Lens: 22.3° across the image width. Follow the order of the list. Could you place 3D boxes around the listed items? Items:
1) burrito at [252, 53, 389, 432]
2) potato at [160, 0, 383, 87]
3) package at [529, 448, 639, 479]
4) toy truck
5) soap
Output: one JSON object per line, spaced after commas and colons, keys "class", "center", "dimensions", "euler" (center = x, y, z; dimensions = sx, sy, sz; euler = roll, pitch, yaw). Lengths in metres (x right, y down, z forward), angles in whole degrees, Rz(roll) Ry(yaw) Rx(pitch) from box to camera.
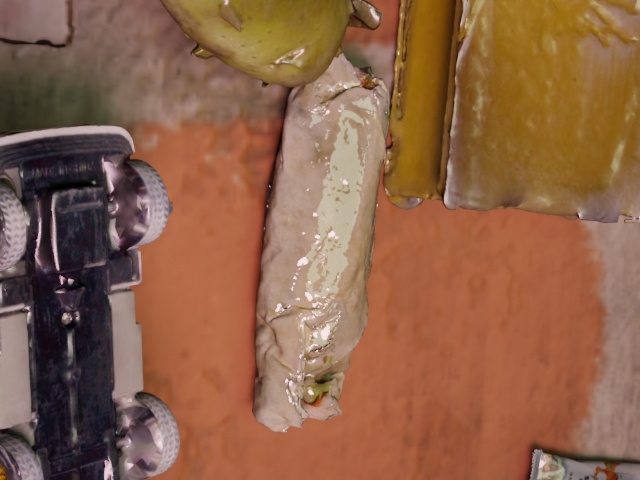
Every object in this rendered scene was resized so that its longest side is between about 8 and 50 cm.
{"class": "burrito", "center": [0.001, 0.000, 0.794], "dimensions": [0.058, 0.045, 0.188], "euler": [5, 93, -37]}
{"class": "potato", "center": [-0.051, -0.163, 0.716], "dimensions": [0.117, 0.090, 0.225], "euler": [-44, 122, -24]}
{"class": "package", "center": [0.158, 0.139, 0.917], "dimensions": [0.110, 0.015, 0.037], "euler": [10, 87, -31]}
{"class": "toy truck", "center": [-0.133, 0.064, 0.689], "dimensions": [0.098, 0.114, 0.227], "euler": [-12, 104, -50]}
{"class": "soap", "center": [0.113, -0.125, 0.822], "dimensions": [0.135, 0.076, 0.233], "euler": [3, 96, -28]}
